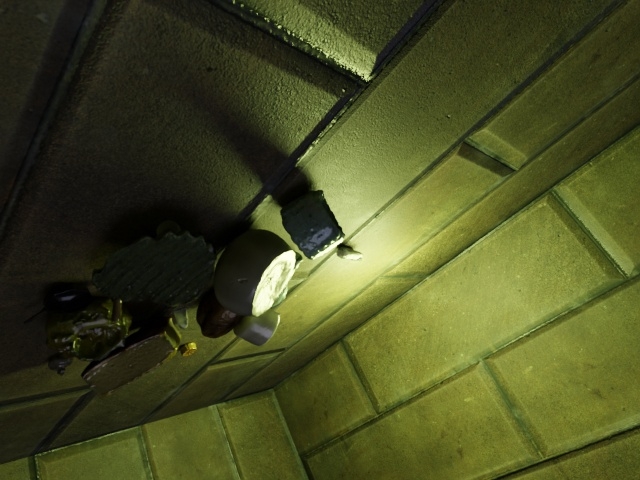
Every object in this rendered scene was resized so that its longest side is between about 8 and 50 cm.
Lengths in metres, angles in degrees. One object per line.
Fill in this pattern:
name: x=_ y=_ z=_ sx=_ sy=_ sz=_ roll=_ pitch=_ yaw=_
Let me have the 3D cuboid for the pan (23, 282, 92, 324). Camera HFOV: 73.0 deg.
pan: x=-0.830 y=0.183 z=1.345 sx=0.202 sy=0.048 sz=0.128 roll=-17 pitch=152 yaw=-25

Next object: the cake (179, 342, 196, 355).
cake: x=-0.682 y=0.560 z=2.229 sx=0.084 sy=0.044 sz=0.084 roll=-24 pitch=155 yaw=-12

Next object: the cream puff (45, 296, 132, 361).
cream puff: x=-0.793 y=0.323 z=1.497 sx=0.282 sy=0.185 sz=0.281 roll=-20 pitch=156 yaw=-10

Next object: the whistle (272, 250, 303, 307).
whistle: x=-0.188 y=0.186 z=1.925 sx=0.142 sy=0.133 sz=0.346 roll=3 pitch=132 yaw=-43

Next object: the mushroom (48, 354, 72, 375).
mushroom: x=-1.030 y=0.497 z=1.714 sx=0.085 sy=0.079 sz=0.085 roll=-20 pitch=152 yaw=-11

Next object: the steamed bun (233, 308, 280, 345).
steamed bun: x=-0.288 y=0.364 z=1.893 sx=0.146 sy=0.164 sz=0.242 roll=31 pitch=164 yaw=-20

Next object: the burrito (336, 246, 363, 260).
burrito: x=0.138 y=0.066 z=2.078 sx=0.064 sy=0.064 sz=0.203 roll=-38 pitch=155 yaw=22

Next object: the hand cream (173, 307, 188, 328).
hand cream: x=-0.611 y=0.344 z=1.908 sx=0.057 sy=0.037 sz=0.165 roll=-16 pitch=146 yaw=-22

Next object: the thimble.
thimble: x=-0.023 y=-0.058 z=1.500 sx=0.172 sy=0.204 sz=0.250 roll=-30 pitch=138 yaw=6

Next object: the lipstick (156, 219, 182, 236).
lipstick: x=-0.445 y=0.023 z=1.395 sx=0.070 sy=0.070 sz=0.254 roll=-24 pitch=155 yaw=-7

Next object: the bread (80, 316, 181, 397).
bread: x=-0.718 y=0.440 z=1.688 sx=0.324 sy=0.143 sz=0.333 roll=-30 pitch=-174 yaw=-15

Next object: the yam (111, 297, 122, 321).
yam: x=-0.679 y=0.200 z=1.453 sx=0.032 sy=0.145 sz=0.032 roll=9 pitch=-178 yaw=0

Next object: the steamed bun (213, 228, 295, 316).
steamed bun: x=-0.246 y=0.107 z=1.537 sx=0.324 sy=0.207 sz=0.324 roll=-53 pitch=162 yaw=-26

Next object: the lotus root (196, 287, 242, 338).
lotus root: x=-0.404 y=0.289 z=1.832 sx=0.193 sy=0.193 sz=0.291 roll=0 pitch=141 yaw=-45

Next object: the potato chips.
potato chips: x=-0.496 y=0.096 z=1.343 sx=0.429 sy=0.069 sz=0.359 roll=-37 pitch=145 yaw=31
